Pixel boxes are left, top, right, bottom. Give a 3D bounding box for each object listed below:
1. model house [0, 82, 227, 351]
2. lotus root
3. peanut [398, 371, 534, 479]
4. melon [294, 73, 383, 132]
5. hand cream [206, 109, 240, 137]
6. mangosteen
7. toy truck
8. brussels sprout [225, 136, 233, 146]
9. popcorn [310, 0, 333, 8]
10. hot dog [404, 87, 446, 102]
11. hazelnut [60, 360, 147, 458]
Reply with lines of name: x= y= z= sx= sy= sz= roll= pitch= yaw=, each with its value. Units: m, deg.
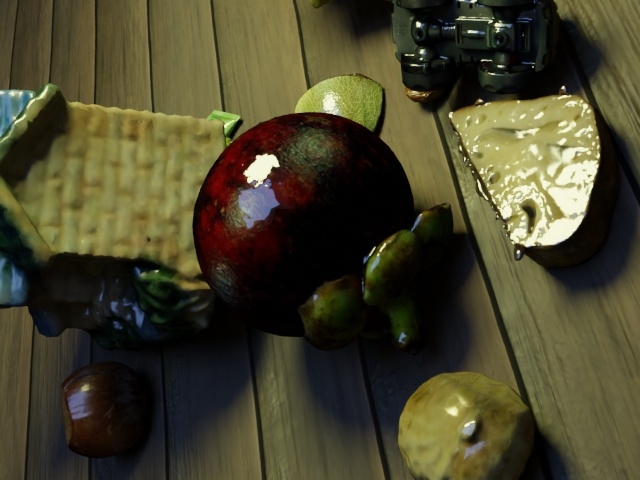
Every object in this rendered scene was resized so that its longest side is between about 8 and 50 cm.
model house: x=-0.405 y=-0.033 z=1.254 sx=0.445 sy=0.400 sz=0.394 roll=-3 pitch=80 yaw=60
lotus root: x=0.254 y=-0.090 z=0.971 sx=0.170 sy=0.074 sz=0.260 roll=-34 pitch=47 yaw=28
peanut: x=0.153 y=0.210 z=0.892 sx=0.140 sy=0.109 sz=0.159 roll=-58 pitch=29 yaw=-11
melon: x=0.018 y=-0.175 z=1.248 sx=0.160 sy=0.079 sz=0.128 roll=-34 pitch=47 yaw=28
hand cream: x=-0.216 y=-0.159 z=1.496 sx=0.095 sy=0.046 sz=0.175 roll=21 pitch=77 yaw=52
mangosteen: x=-0.008 y=-0.009 z=1.046 sx=0.311 sy=0.311 sz=0.311 roll=-22 pitch=55 yaw=36
toy truck: x=0.204 y=-0.280 z=1.071 sx=0.225 sy=0.165 sz=0.147 roll=12 pitch=123 yaw=34
brussels sprout: x=-0.119 y=-0.092 z=1.303 sx=0.183 sy=0.131 sz=0.145 roll=6 pitch=69 yaw=42
popcorn: x=0.042 y=-0.501 z=1.264 sx=0.336 sy=0.274 sz=0.279 roll=-4 pitch=23 yaw=4
hot dog: x=0.153 y=-0.228 z=1.173 sx=0.058 sy=0.035 sz=0.083 roll=29 pitch=86 yaw=48
hazelnut: x=-0.349 y=0.273 z=1.354 sx=0.143 sy=0.143 sz=0.154 roll=-37 pitch=55 yaw=26
